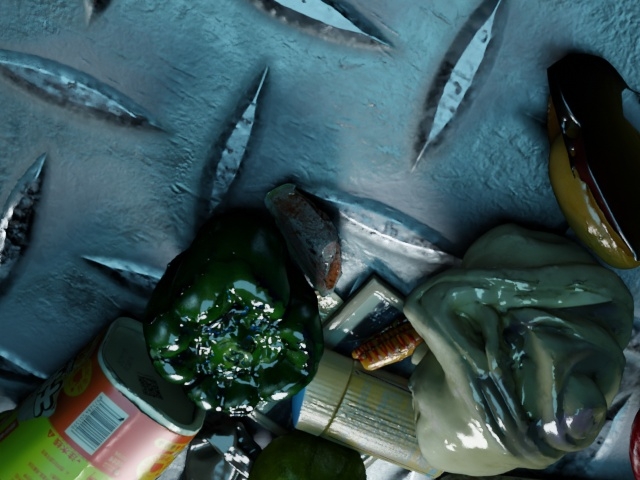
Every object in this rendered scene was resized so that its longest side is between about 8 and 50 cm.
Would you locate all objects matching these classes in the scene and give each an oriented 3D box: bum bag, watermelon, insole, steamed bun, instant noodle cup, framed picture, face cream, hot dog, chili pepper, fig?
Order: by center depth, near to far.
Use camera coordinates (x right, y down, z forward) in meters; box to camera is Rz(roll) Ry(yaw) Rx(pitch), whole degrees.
[{"bbox_3d":[0.386,-0.090,1.132,0.107,0.194,0.326,-18,92,57],"label":"hot dog"},{"bbox_3d":[0.283,0.169,1.150,0.352,0.247,0.339,-22,111,-10],"label":"steamed bun"},{"bbox_3d":[-0.122,0.095,1.179,0.233,0.257,0.249,-21,114,8],"label":"chili pepper"},{"bbox_3d":[0.000,0.000,1.201,0.071,0.139,0.187,-34,111,-13],"label":"watermelon"},{"bbox_3d":[0.114,0.152,1.266,0.144,0.062,0.038,-26,135,16],"label":"hot dog"},{"bbox_3d":[-0.348,0.303,1.303,0.294,0.294,0.308,42,105,-15],"label":"instant noodle cup"},{"bbox_3d":[-0.016,0.419,1.304,0.203,0.235,0.203,-2,112,-4],"label":"fig"},{"bbox_3d":[0.085,0.272,1.317,0.285,0.067,0.139,23,99,-11],"label":"face cream"},{"bbox_3d":[-0.070,0.150,1.333,0.247,0.011,0.081,-35,109,19],"label":"insole"},{"bbox_3d":[0.067,0.236,1.355,0.247,0.022,0.335,38,112,-17],"label":"framed picture"},{"bbox_3d":[-0.179,0.437,1.447,0.142,0.080,0.326,20,119,2],"label":"bum bag"}]

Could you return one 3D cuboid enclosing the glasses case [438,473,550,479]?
[{"bbox_3d":[0.390,0.485,1.415,0.424,0.098,0.157,6,113,1],"label":"glasses case"}]

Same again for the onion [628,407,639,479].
[{"bbox_3d":[0.632,0.329,1.249,0.313,0.232,0.314,2,114,4],"label":"onion"}]
